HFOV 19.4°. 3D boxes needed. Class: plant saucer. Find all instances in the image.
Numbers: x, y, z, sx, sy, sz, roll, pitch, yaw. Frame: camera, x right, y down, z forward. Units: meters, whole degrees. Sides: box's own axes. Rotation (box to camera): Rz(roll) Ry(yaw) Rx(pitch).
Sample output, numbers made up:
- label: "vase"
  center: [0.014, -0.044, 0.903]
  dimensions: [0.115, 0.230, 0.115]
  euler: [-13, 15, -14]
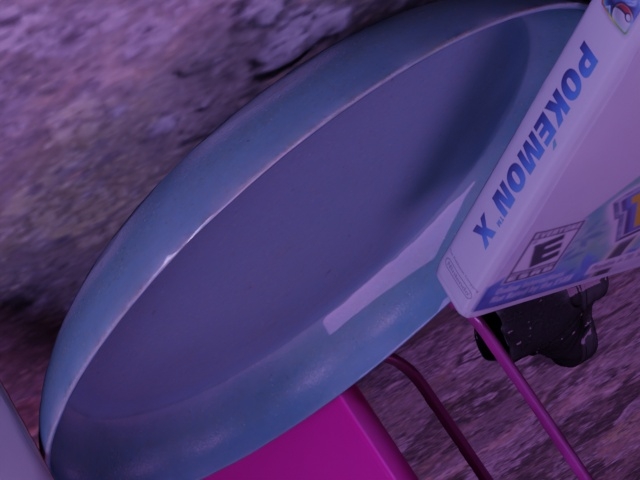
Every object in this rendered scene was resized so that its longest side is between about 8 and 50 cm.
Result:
- label: "plant saucer"
  center: [0.000, 0.000, 0.826]
  dimensions: [0.317, 0.044, 0.317]
  euler: [-35, 161, -14]

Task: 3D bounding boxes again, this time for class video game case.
- label: "video game case"
  center: [0.239, -0.095, 0.853]
  dimensions: [0.329, 0.036, 0.300]
  euler: [-14, 150, -29]

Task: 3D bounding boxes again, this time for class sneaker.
- label: "sneaker"
  center: [0.133, 0.049, 1.191]
  dimensions: [0.089, 0.051, 0.170]
  euler: [-27, 155, -13]

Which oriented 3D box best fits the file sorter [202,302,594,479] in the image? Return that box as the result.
- label: "file sorter"
  center: [0.002, 0.191, 1.115]
  dimensions: [0.182, 0.202, 0.290]
  euler: [-11, 152, -52]

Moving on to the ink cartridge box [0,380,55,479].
- label: "ink cartridge box"
  center: [-0.262, 0.155, 0.752]
  dimensions: [0.197, 0.114, 0.273]
  euler: [-9, 151, -50]
